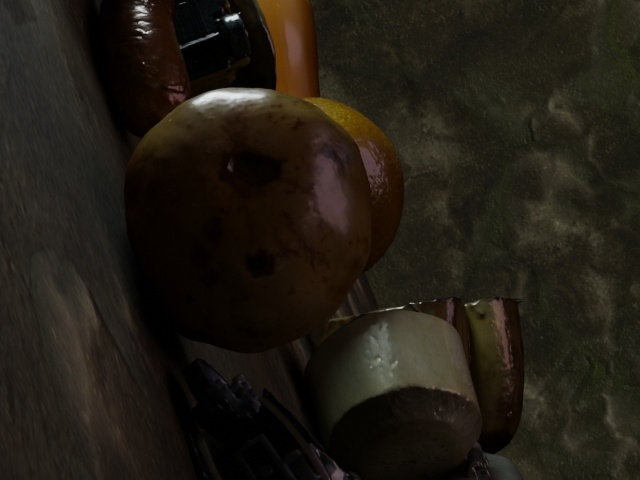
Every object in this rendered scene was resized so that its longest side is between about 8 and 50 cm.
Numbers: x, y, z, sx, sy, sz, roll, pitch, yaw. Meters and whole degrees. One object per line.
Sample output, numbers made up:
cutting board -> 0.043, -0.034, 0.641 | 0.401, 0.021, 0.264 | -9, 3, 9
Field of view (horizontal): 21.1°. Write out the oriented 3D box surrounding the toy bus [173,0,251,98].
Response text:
toy bus -> -0.182, -0.311, 1.931 | 0.123, 0.121, 0.335 | 85, -17, -72

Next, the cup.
cup -> -0.085, -0.208, 2.409 | 0.226, 0.182, 0.264 | 119, -36, -55

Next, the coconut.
coconut -> 0.084, 0.181, 2.053 | 0.202, 0.202, 0.222 | 62, 11, -48

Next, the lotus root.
lotus root -> 0.154, 0.191, 2.331 | 0.316, 0.316, 0.250 | 54, 22, -71

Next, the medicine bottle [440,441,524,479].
medicine bottle -> 0.182, 0.396, 2.082 | 0.375, 0.123, 0.282 | -23, 123, -86

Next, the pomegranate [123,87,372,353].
pomegranate -> -0.062, -0.014, 1.411 | 0.215, 0.215, 0.215 | -23, 90, -85

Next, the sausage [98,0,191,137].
sausage -> -0.175, -0.197, 1.682 | 0.302, 0.076, 0.103 | -105, 170, -63

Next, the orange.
orange -> -0.005, -0.061, 2.102 | 0.236, 0.236, 0.236 | -23, 90, -85

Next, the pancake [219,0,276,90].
pancake -> -0.115, -0.206, 2.022 | 0.250, 0.031, 0.250 | 34, -50, 55

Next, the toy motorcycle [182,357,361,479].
toy motorcycle -> -0.013, 0.209, 1.336 | 0.204, 0.108, 0.239 | 60, 8, -57
